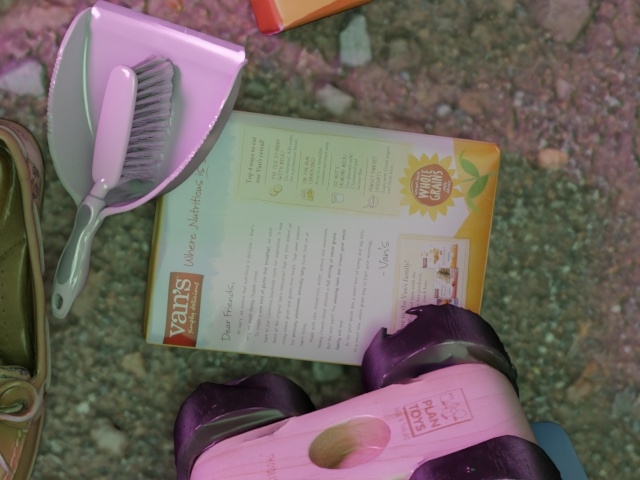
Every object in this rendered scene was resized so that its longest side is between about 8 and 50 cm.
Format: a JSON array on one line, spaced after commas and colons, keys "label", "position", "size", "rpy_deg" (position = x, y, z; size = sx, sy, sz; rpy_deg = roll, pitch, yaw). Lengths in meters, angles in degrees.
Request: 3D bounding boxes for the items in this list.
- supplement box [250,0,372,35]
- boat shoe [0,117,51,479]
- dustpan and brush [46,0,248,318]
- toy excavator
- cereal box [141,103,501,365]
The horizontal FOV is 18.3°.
[{"label": "supplement box", "position": [-0.037, -0.264, 1.381], "size": [0.078, 0.080, 0.233], "rpy_deg": [-20, 96, -9]}, {"label": "boat shoe", "position": [-0.238, 0.058, 1.369], "size": [0.105, 0.089, 0.285], "rpy_deg": [0, 95, -9]}, {"label": "dustpan and brush", "position": [-0.143, -0.048, 1.366], "size": [0.147, 0.060, 0.211], "rpy_deg": [21, 104, 30]}, {"label": "toy excavator", "position": [0.145, 0.278, 1.406], "size": [0.433, 0.222, 0.445], "rpy_deg": [-18, 120, 0]}, {"label": "cereal box", "position": [0.000, 0.000, 1.424], "size": [0.240, 0.047, 0.173], "rpy_deg": [7, 94, -9]}]
